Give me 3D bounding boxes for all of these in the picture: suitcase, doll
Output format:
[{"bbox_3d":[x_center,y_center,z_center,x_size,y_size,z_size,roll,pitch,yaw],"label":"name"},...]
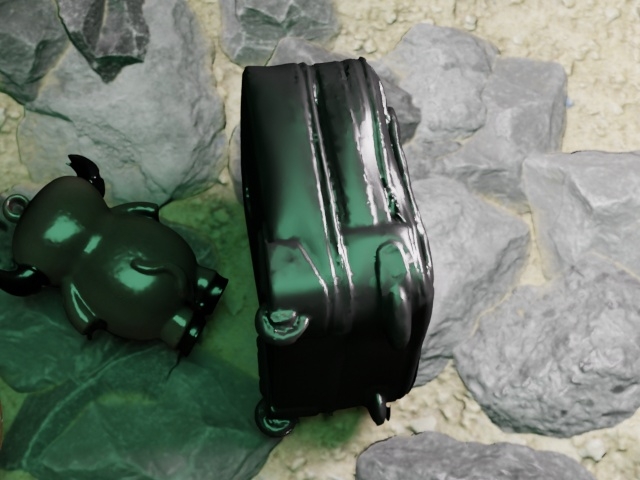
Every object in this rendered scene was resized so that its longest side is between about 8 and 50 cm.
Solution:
[{"bbox_3d":[0.000,0.000,1.862,0.188,0.345,0.339,-9,67,-4],"label":"suitcase"},{"bbox_3d":[-0.231,0.021,1.951,0.257,0.117,0.182,26,64,5],"label":"doll"}]

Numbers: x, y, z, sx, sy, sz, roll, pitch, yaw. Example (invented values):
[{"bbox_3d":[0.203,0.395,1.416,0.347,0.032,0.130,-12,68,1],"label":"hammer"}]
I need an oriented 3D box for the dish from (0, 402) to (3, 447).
[{"bbox_3d":[-0.462,0.189,1.843,0.260,0.085,0.260,0,89,-17],"label":"dish"}]
